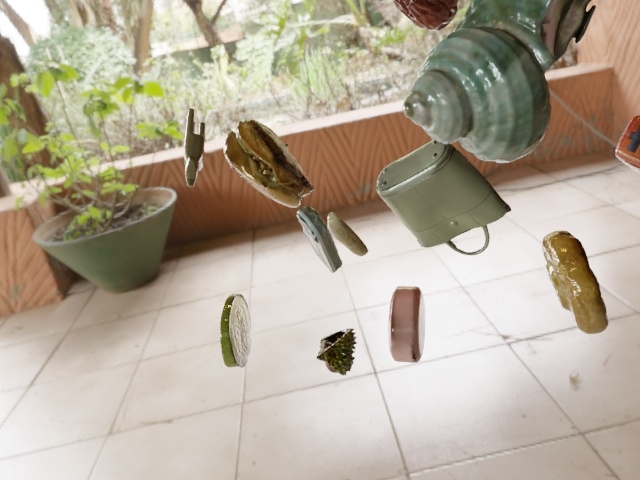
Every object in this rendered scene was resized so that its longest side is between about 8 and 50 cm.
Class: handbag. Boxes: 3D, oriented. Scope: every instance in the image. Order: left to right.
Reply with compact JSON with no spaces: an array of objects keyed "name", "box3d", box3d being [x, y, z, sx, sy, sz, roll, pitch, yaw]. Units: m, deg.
[{"name":"handbag","box3d":[0.294,-0.082,1.259,0.241,0.315,0.109,-26,38,35]}]

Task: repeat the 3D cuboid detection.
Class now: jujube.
[{"name":"jujube","box3d":[0.309,-0.753,1.631,0.174,0.250,0.174,-32,39,31]}]

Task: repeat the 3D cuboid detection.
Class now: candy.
[{"name":"candy","box3d":[0.275,0.270,1.701,0.094,0.255,0.255,1,23,17]}]

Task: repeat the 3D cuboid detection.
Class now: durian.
[{"name":"durian","box3d":[0.065,0.318,1.523,0.119,0.108,0.186,-29,1,6]}]

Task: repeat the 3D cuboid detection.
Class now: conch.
[{"name":"conch","box3d":[0.208,-0.199,0.631,0.277,0.195,0.220,-28,-21,-14]}]

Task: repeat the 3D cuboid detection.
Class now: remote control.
[{"name":"remote control","box3d":[0.000,0.000,1.405,0.052,0.247,0.104,-36,55,-8]}]

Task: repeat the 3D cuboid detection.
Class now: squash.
[{"name":"squash","box3d":[-0.252,0.263,1.592,0.041,0.219,0.219,-4,21,8]}]

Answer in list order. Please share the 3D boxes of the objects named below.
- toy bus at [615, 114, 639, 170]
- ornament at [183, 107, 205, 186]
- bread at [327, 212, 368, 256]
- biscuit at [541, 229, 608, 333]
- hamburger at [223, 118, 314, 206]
[{"name":"toy bus","box3d":[0.731,-0.189,1.164,0.119,0.121,0.265,33,18,37]},{"name":"ornament","box3d":[-0.382,-0.268,1.626,0.061,0.245,0.230,3,-6,-12]},{"name":"bread","box3d":[0.078,-0.011,1.659,0.053,0.214,0.073,-50,41,-5]},{"name":"biscuit","box3d":[0.627,0.094,1.351,0.091,0.213,0.274,-19,57,16]},{"name":"hamburger","box3d":[-0.162,-0.242,1.728,0.174,0.304,0.284,-49,54,8]}]
